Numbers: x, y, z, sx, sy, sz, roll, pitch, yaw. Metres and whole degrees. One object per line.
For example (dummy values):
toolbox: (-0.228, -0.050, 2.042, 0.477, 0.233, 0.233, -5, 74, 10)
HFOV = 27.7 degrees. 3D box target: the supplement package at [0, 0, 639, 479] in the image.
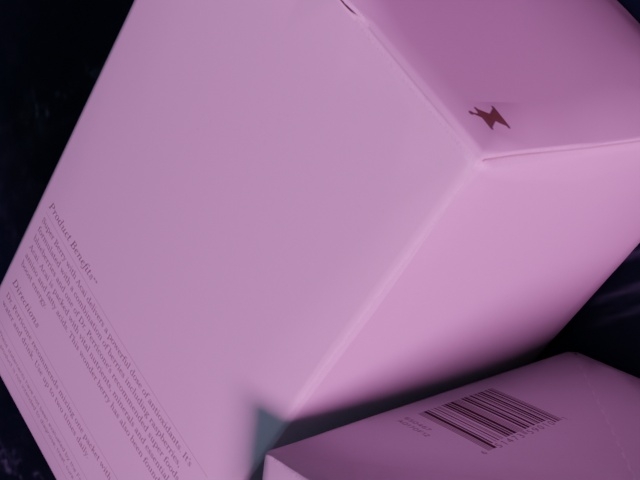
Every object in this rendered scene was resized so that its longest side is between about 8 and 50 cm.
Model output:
supplement package: (0.000, 0.000, 0.581, 0.177, 0.175, 0.293, 55, 131, 25)

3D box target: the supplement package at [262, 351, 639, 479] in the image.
supplement package: (0.098, 0.213, 0.504, 0.198, 0.199, 0.263, 23, 114, 41)
